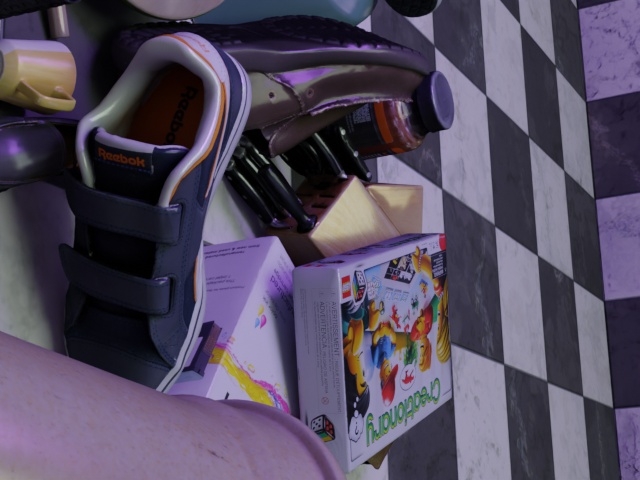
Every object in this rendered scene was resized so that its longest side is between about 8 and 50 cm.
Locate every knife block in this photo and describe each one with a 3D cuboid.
[{"bbox_3d":[0.000,0.000,1.321,0.242,0.088,0.275,-2,96,-37],"label":"knife block"}]

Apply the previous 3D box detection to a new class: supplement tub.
[{"bbox_3d":[0.056,-0.148,1.395,0.106,0.198,0.106,29,57,-59],"label":"supplement tub"}]

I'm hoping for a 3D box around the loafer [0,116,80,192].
[{"bbox_3d":[-0.232,-0.076,0.949,0.170,0.061,0.062,-29,108,-62],"label":"loafer"}]

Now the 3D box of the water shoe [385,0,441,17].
[{"bbox_3d":[0.083,-0.337,1.288,0.203,0.073,0.080,54,35,-43],"label":"water shoe"}]

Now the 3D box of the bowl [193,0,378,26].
[{"bbox_3d":[-0.029,-0.349,1.333,0.311,0.163,0.311,30,55,-56],"label":"bowl"}]

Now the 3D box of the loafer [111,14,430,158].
[{"bbox_3d":[-0.050,-0.154,1.198,0.366,0.134,0.130,-6,116,-33],"label":"loafer"}]

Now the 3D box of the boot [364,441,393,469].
[{"bbox_3d":[0.022,0.165,1.342,0.305,0.112,0.115,54,47,-45],"label":"boot"}]

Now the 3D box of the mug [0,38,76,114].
[{"bbox_3d":[-0.238,-0.137,0.950,0.064,0.078,0.062,4,89,-54],"label":"mug"}]

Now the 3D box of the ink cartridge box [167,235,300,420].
[{"bbox_3d":[-0.086,0.165,1.099,0.201,0.117,0.278,62,32,-33],"label":"ink cartridge box"}]

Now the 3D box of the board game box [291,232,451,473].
[{"bbox_3d":[0.062,0.103,1.203,0.305,0.053,0.192,-16,104,-64],"label":"board game box"}]

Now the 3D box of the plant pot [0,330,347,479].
[{"bbox_3d":[-0.196,0.188,0.700,0.305,0.334,0.333,39,47,-38],"label":"plant pot"}]

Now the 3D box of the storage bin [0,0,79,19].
[{"bbox_3d":[-0.232,-0.273,0.886,0.122,0.084,0.180,40,51,-52],"label":"storage bin"}]

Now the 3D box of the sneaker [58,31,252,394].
[{"bbox_3d":[-0.151,-0.016,0.950,0.127,0.126,0.321,23,80,-75],"label":"sneaker"}]

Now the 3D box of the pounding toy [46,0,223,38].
[{"bbox_3d":[-0.185,-0.297,1.104,0.237,0.110,0.182,-21,114,-34],"label":"pounding toy"}]
